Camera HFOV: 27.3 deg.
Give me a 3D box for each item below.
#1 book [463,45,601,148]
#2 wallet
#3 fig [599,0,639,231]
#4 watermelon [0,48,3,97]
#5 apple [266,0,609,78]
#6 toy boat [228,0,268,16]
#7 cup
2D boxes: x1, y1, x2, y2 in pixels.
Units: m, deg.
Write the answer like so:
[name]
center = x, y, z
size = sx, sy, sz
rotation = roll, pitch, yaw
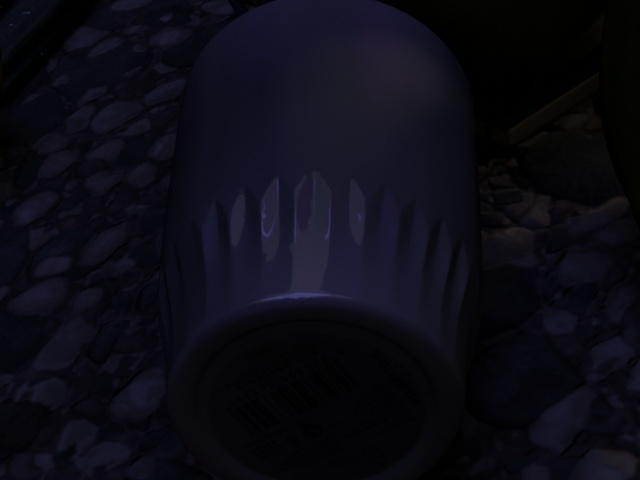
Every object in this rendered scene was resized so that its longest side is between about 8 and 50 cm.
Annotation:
[book]
center = 0.173, -0.190, 1.396
size = 0.191, 0.025, 0.269
rotation = -33, 38, -23
[wallet]
center = -0.453, -0.262, 1.698
size = 0.237, 0.075, 0.342
rotation = -1, 38, 25
[fig]
center = 0.346, -0.126, 1.031
size = 0.316, 0.316, 0.316
rotation = -10, 35, 7
[watermelon]
center = -0.482, -0.188, 1.422
size = 0.285, 0.285, 0.285
rotation = -10, 35, 7
[apple]
center = 0.125, -0.377, 1.234
size = 0.473, 0.474, 0.474
rotation = -10, 35, 7
[toy boat]
center = -0.055, -0.265, 1.568
size = 0.080, 0.046, 0.229
rotation = -30, 37, -19
[cup]
center = 0.000, 0.000, 1.016
size = 0.253, 0.253, 0.372
rotation = -9, 39, 10
